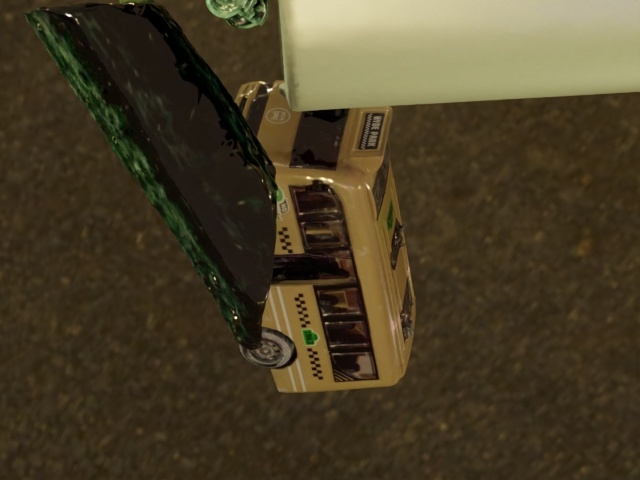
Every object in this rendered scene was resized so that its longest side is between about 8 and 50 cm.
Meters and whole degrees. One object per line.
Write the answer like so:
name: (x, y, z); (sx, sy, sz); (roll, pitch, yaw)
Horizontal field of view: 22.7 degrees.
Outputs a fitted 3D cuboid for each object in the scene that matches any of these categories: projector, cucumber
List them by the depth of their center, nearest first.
cucumber: (-0.068, -0.048, 0.846); (0.070, 0.046, 0.220); (-34, 97, -11)
projector: (0.098, -0.219, 0.880); (0.249, 0.248, 0.248); (-3, 28, 2)

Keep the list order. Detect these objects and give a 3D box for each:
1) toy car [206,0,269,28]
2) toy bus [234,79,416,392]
toy car: (-0.084, -0.220, 1.159); (0.054, 0.073, 0.143); (-36, 82, 4)
toy bus: (0.000, 0.000, 1.421); (0.157, 0.289, 0.139); (-1, 41, 13)
